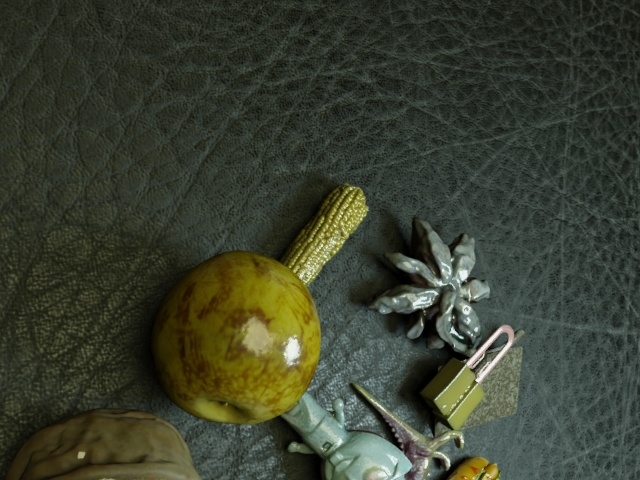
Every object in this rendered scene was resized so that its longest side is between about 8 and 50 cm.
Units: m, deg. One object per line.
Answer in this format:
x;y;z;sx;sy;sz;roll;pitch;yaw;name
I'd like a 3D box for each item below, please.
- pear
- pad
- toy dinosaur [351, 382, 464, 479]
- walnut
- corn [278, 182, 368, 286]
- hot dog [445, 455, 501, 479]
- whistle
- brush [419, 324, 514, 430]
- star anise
-0.129;0.147;1.029;0.280;0.280;0.281;7;76;-28;pear
0.328;0.311;1.369;0.235;0.003;0.158;-7;105;-30;pad
0.169;0.392;1.260;0.199;0.072;0.251;-3;90;-19;toy dinosaur
-0.294;0.366;0.907;0.273;0.273;0.227;-13;118;-31;walnut
0.000;0.000;1.242;0.086;0.086;0.288;44;63;-14;corn
0.271;0.513;1.286;0.250;0.076;0.104;-31;94;-29;hot dog
0.029;0.360;1.156;0.346;0.142;0.134;46;32;0;whistle
0.305;0.256;1.312;0.233;0.047;0.103;-45;120;-16;brush
0.260;0.101;1.332;0.359;0.139;0.316;-12;94;-27;star anise
